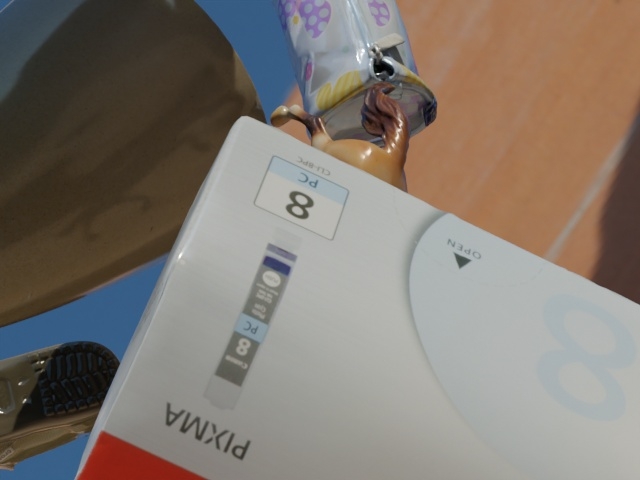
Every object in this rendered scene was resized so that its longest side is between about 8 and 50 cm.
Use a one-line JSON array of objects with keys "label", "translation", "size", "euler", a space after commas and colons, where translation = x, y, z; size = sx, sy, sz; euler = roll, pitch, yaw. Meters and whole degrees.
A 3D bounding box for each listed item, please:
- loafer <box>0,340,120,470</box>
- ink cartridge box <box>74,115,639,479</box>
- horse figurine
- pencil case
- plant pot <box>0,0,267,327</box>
[{"label": "loafer", "translation": [-0.301, 0.161, 1.546], "size": [0.269, 0.102, 0.092], "euler": [-8, -36, -6]}, {"label": "ink cartridge box", "translation": [0.035, 0.128, 0.943], "size": [0.308, 0.385, 0.091], "euler": [26, -51, -6]}, {"label": "horse figurine", "translation": [0.000, 0.000, 1.245], "size": [0.066, 0.174, 0.263], "euler": [30, -97, -39]}, {"label": "pencil case", "translation": [0.011, -0.208, 1.544], "size": [0.114, 0.273, 0.124], "euler": [-17, -27, -1]}, {"label": "plant pot", "translation": [-0.223, -0.049, 1.364], "size": [0.274, 0.256, 0.256], "euler": [-41, -41, -34]}]
